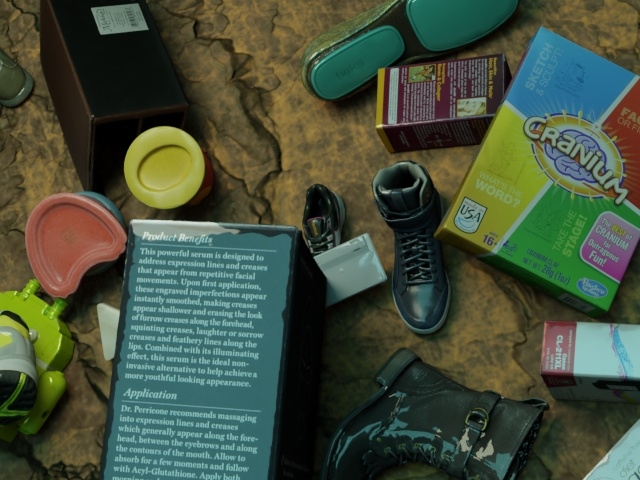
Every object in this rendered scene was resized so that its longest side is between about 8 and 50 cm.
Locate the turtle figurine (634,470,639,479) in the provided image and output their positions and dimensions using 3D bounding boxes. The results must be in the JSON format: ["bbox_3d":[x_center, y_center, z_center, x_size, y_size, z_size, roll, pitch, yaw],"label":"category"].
[{"bbox_3d":[0.469,0.286,1.398,0.234,0.118,0.175,41,101,-11],"label":"turtle figurine"}]

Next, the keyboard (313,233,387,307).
[{"bbox_3d":[-0.032,0.073,1.720,0.256,0.014,0.072,-25,88,18],"label":"keyboard"}]

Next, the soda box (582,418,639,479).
[{"bbox_3d":[0.372,0.297,1.493,0.216,0.069,0.074,-45,61,-5],"label":"soda box"}]

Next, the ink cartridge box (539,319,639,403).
[{"bbox_3d":[0.371,0.154,1.523,0.175,0.127,0.072,1,69,20],"label":"ink cartridge box"}]

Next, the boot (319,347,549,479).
[{"bbox_3d":[0.143,0.274,1.569,0.229,0.091,0.263,27,75,27],"label":"boot"}]

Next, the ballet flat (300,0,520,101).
[{"bbox_3d":[0.126,-0.321,1.837,0.349,0.123,0.123,-26,61,4],"label":"ballet flat"}]

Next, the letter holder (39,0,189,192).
[{"bbox_3d":[-0.337,-0.245,1.946,0.152,0.214,0.301,-11,58,-22],"label":"letter holder"}]

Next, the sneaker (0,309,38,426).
[{"bbox_3d":[-0.573,0.217,1.775,0.385,0.145,0.147,-15,47,13],"label":"sneaker"}]

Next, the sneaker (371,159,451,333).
[{"bbox_3d":[0.122,0.001,1.658,0.086,0.163,0.226,-7,66,14],"label":"sneaker"}]

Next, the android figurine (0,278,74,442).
[{"bbox_3d":[-0.481,0.187,1.840,0.248,0.056,0.273,31,81,28],"label":"android figurine"}]

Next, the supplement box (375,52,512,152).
[{"bbox_3d":[0.180,-0.197,1.770,0.188,0.081,0.104,-4,65,17],"label":"supplement box"}]

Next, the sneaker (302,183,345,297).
[{"bbox_3d":[0.000,0.000,1.746,0.072,0.077,0.178,-16,64,13],"label":"sneaker"}]

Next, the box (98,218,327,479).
[{"bbox_3d":[-0.123,0.198,1.530,0.212,0.293,0.395,3,76,8],"label":"box"}]

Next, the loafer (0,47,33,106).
[{"bbox_3d":[-0.589,-0.319,2.081,0.251,0.087,0.094,31,79,27],"label":"loafer"}]

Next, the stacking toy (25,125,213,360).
[{"bbox_3d":[-0.262,0.007,1.845,0.309,0.130,0.279,-28,87,8],"label":"stacking toy"}]

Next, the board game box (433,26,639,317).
[{"bbox_3d":[0.327,-0.092,1.629,0.242,0.064,0.316,26,76,0],"label":"board game box"}]
